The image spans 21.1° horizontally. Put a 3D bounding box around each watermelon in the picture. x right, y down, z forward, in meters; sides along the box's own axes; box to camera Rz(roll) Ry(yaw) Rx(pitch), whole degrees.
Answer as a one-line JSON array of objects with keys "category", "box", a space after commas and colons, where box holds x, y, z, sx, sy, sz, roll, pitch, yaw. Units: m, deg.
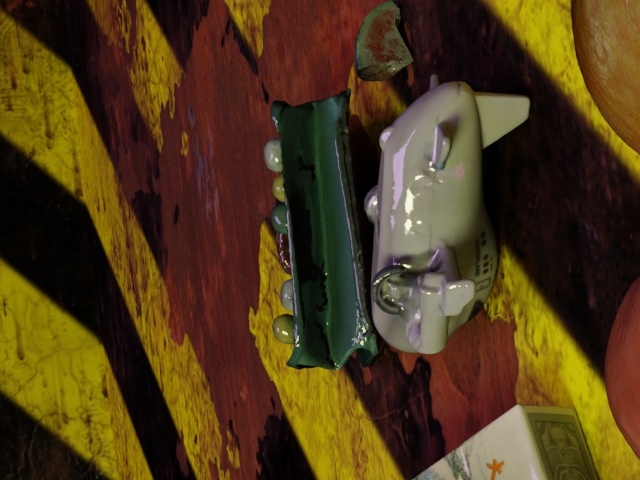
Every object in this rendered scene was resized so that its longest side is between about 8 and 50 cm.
[{"category": "watermelon", "box": [0.068, -0.192, 1.688, 0.061, 0.085, 0.085, 22, 123, 22]}]

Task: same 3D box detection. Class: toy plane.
[{"category": "toy plane", "box": [0.101, -0.017, 1.509, 0.267, 0.122, 0.267, -174, 90, -86]}]

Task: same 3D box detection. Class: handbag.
[{"category": "handbag", "box": [-0.005, 0.000, 1.713, 0.274, 0.100, 0.269, 83, 180, -87]}]

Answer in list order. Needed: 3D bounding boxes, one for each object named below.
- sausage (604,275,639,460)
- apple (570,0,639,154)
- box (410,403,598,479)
[{"category": "sausage", "box": [0.242, 0.060, 0.977, 0.254, 0.148, 0.148, 106, 153, -60]}, {"category": "apple", "box": [0.243, -0.138, 0.975, 0.211, 0.211, 0.188, 119, 136, -56]}, {"category": "box", "box": [0.132, 0.267, 1.447, 0.256, 0.069, 0.164, -43, 52, 41]}]
